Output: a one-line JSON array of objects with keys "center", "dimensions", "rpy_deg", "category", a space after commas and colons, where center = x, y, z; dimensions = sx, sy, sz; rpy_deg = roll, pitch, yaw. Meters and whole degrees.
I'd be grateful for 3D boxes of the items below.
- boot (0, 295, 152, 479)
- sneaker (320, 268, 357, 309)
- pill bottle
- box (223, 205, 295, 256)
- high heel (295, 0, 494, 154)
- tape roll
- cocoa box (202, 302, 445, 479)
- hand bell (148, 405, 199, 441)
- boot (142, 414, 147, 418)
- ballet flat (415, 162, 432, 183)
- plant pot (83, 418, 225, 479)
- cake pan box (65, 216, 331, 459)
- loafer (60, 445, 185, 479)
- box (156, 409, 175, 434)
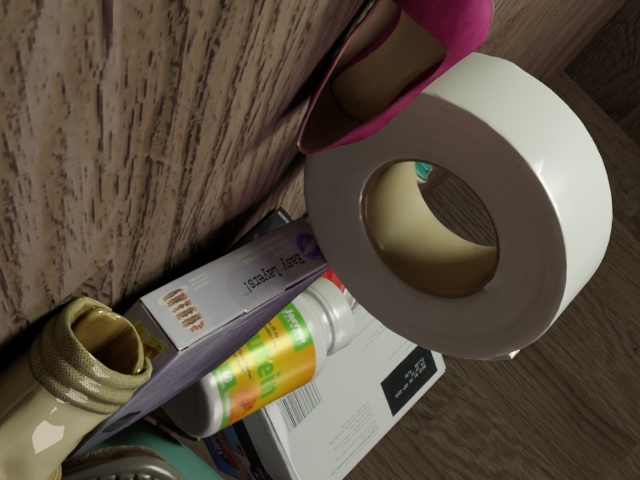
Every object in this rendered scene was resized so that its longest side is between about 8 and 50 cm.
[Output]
[{"center": [-0.216, 0.140, 0.905], "dimensions": [0.203, 0.095, 0.262], "rpy_deg": [-45, 171, 1], "category": "boot"}, {"center": [0.000, 0.000, 1.513], "dimensions": [0.087, 0.128, 0.221], "rpy_deg": [-122, -143, -58], "category": "sneaker"}, {"center": [-0.079, 0.135, 1.428], "dimensions": [0.245, 0.136, 0.136], "rpy_deg": [-25, 165, -35], "category": "pill bottle"}, {"center": [-0.079, 0.018, 1.338], "dimensions": [0.116, 0.029, 0.162], "rpy_deg": [-42, 177, -7], "category": "box"}, {"center": [0.042, -0.128, 0.816], "dimensions": [0.117, 0.082, 0.244], "rpy_deg": [-46, -174, -14], "category": "high heel"}, {"center": [0.125, -0.030, 1.076], "dimensions": [0.100, 0.286, 0.286], "rpy_deg": [-40, 174, -42], "category": "tape roll"}, {"center": [-0.017, 0.200, 1.780], "dimensions": [0.228, 0.231, 0.347], "rpy_deg": [12, -137, 45], "category": "cocoa box"}, {"center": [-0.147, 0.132, 1.519], "dimensions": [0.242, 0.126, 0.126], "rpy_deg": [-56, 180, -19], "category": "hand bell"}, {"center": [-0.268, 0.243, 1.669], "dimensions": [0.099, 0.045, 0.121], "rpy_deg": [-41, 176, 23], "category": "boot"}, {"center": [0.161, -0.120, 1.999], "dimensions": [0.052, 0.057, 0.168], "rpy_deg": [-35, 178, 18], "category": "ballet flat"}, {"center": [-0.274, 0.366, 1.504], "dimensions": [0.293, 0.235, 0.293], "rpy_deg": [-43, 176, -4], "category": "plant pot"}, {"center": [-0.133, 0.097, 1.152], "dimensions": [0.267, 0.070, 0.245], "rpy_deg": [-29, 171, -49], "category": "cake pan box"}, {"center": [-0.299, 0.284, 1.129], "dimensions": [0.365, 0.134, 0.130], "rpy_deg": [-23, -156, 9], "category": "loafer"}, {"center": [-0.203, 0.199, 1.599], "dimensions": [0.081, 0.028, 0.136], "rpy_deg": [123, -22, -70], "category": "box"}]
